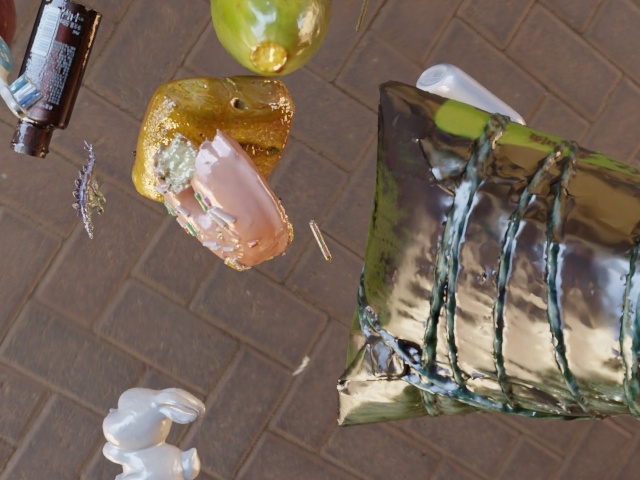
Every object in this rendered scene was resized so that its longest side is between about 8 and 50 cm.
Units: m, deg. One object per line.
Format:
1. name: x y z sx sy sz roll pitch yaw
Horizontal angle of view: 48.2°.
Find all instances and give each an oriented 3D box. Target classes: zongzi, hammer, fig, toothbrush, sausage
1. zongzi: 0.191 0.040 0.524 0.383 0.362 0.319 3 99 10
2. hammer: 0.096 -0.508 1.516 0.013 0.199 0.063 12 72 -3
3. fig: -0.098 -0.462 1.483 0.257 0.326 0.258 -6 135 -6
4. toothbrush: -0.383 -0.217 0.843 0.040 0.386 0.040 -16 124 -25
5. sausage: 0.000 0.000 1.548 0.015 0.015 0.100 -26 98 -8

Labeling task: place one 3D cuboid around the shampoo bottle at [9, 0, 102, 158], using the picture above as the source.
1. shampoo bottle: -0.556 -0.332 1.474 0.129 0.084 0.323 17 95 -4

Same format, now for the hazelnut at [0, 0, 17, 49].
1. hazelnut: -0.889 -0.538 1.594 0.420 0.421 0.353 31 75 -17

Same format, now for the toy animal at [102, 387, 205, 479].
1. toy animal: -0.297 0.365 1.295 0.178 0.127 0.193 -1 81 7

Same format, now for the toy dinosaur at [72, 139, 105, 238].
1. toy dinosaur: -0.450 -0.106 1.392 0.039 0.082 0.209 -8 71 4

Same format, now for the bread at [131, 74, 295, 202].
1. bread: -0.235 -0.201 1.568 0.327 0.148 0.337 -9 144 -39

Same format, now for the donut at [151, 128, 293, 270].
1. donut: -0.130 -0.045 0.933 0.085 0.232 0.199 -42 112 -20

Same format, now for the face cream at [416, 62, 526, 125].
1. face cream: 0.371 -0.269 1.584 0.336 0.163 0.080 32 89 -21
